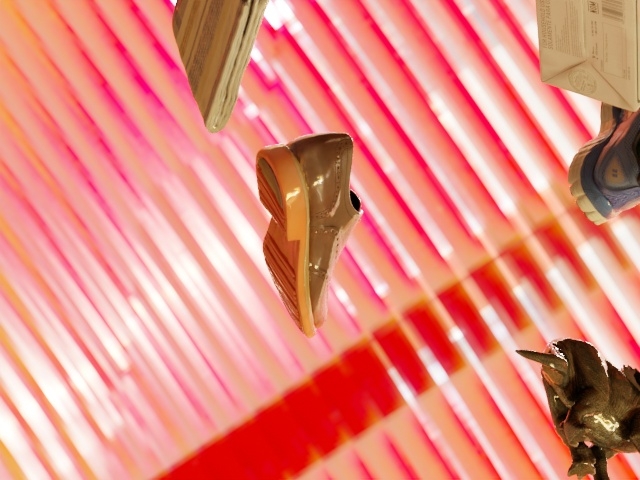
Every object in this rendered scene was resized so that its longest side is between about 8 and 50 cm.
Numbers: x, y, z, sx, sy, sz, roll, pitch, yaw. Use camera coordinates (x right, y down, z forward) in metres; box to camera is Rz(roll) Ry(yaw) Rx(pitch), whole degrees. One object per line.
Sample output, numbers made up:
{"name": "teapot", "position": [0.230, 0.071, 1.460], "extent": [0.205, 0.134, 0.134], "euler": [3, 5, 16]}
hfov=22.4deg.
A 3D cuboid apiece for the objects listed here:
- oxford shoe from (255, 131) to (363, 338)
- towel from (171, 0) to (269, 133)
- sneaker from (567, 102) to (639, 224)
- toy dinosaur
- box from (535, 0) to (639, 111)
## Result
{"name": "oxford shoe", "position": [0.000, 0.000, 2.186], "extent": [0.130, 0.132, 0.364], "euler": [57, 161, 34]}
{"name": "towel", "position": [-0.133, -0.292, 2.063], "extent": [0.034, 0.209, 0.285], "euler": [7, -146, -22]}
{"name": "sneaker", "position": [0.467, -0.159, 2.244], "extent": [0.130, 0.147, 0.330], "euler": [48, -130, -27]}
{"name": "toy dinosaur", "position": [0.287, 0.171, 1.703], "extent": [0.313, 0.121, 0.160], "euler": [25, -141, -29]}
{"name": "box", "position": [0.281, -0.263, 1.312], "extent": [0.087, 0.290, 0.169], "euler": [22, 146, 28]}
